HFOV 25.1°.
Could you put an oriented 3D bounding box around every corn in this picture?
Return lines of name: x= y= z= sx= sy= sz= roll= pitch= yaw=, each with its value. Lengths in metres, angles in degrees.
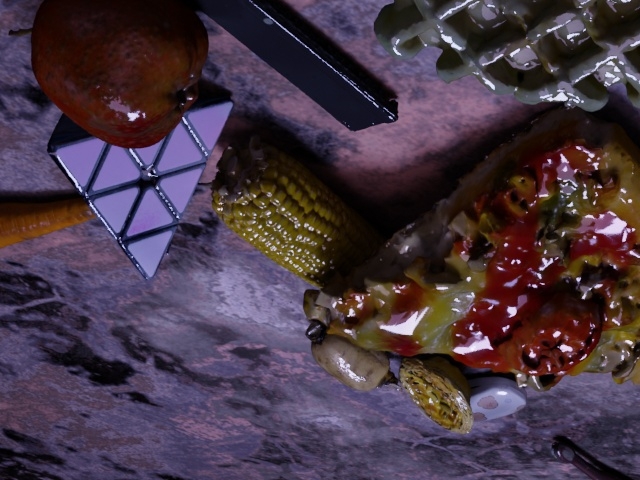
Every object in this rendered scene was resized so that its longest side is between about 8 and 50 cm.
corn: x=0.000 y=0.000 z=1.569 sx=0.106 sy=0.106 sz=0.305 roll=-14 pitch=140 yaw=39

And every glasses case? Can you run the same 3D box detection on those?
glasses case: x=0.201 y=0.214 z=1.903 sx=0.063 sy=0.041 sz=0.164 roll=35 pitch=144 yaw=-32

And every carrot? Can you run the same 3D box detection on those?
carrot: x=-0.350 y=-0.028 z=1.731 sx=0.256 sy=0.061 sz=0.061 roll=-12 pitch=142 yaw=22

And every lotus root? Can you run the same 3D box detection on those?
lotus root: x=0.043 y=0.157 z=1.854 sx=0.152 sy=0.063 sz=0.072 roll=31 pitch=136 yaw=-13

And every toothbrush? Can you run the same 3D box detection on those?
toothbrush: x=0.449 y=0.376 z=2.071 sx=0.041 sy=0.041 sz=0.364 roll=-19 pitch=137 yaw=43

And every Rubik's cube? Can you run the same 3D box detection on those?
Rubik's cube: x=-0.196 y=-0.101 z=1.424 sx=0.190 sy=0.211 sz=0.178 roll=-38 pitch=164 yaw=17

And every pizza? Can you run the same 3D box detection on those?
pizza: x=0.187 y=0.065 z=1.503 sx=0.406 sy=0.130 sz=0.440 roll=-15 pitch=137 yaw=12

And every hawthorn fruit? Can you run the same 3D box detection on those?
hawthorn fruit: x=-0.210 y=-0.180 z=1.334 sx=0.203 sy=0.162 sz=0.162 roll=25 pitch=150 yaw=6

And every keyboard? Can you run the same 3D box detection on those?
keyboard: x=-0.022 y=-0.177 z=1.367 sx=0.231 sy=0.023 sz=0.072 roll=36 pitch=150 yaw=-32

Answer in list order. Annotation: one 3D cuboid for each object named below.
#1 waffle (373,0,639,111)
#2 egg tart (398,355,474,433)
waffle: x=0.159 y=-0.216 z=0.961 sx=0.292 sy=0.056 sz=0.309 roll=15 pitch=133 yaw=6
egg tart: x=0.157 y=0.194 z=1.852 sx=0.129 sy=0.049 sz=0.129 roll=39 pitch=154 yaw=23
